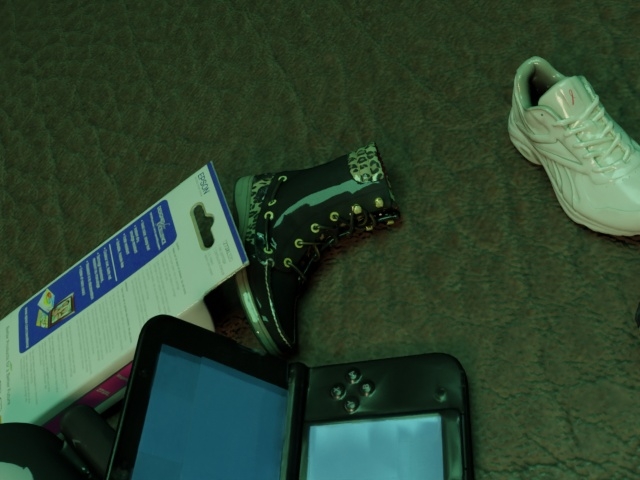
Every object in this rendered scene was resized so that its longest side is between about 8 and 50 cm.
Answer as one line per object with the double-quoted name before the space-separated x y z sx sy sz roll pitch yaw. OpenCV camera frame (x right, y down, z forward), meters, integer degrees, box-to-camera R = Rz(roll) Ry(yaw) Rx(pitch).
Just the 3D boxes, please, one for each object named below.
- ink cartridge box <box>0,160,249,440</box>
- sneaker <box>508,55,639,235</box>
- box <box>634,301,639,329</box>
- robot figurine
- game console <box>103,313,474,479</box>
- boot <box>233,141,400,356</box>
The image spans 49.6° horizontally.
"ink cartridge box" -0.232 0.082 0.777 0.371 0.069 0.176 -37 46 11
"sneaker" 0.252 -0.099 0.675 0.090 0.115 0.232 -34 48 -1
"box" 0.414 -0.065 0.493 0.296 0.183 0.294 11 60 18
"robot figurine" -0.264 0.270 0.608 0.278 0.173 0.209 24 113 37
"game console" -0.018 0.202 0.542 0.250 0.173 0.293 -10 52 20
"boot" -0.001 -0.002 0.750 0.178 0.085 0.236 -17 51 10
